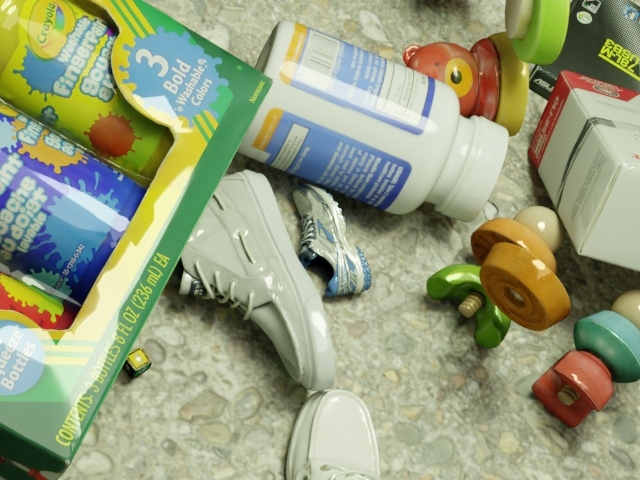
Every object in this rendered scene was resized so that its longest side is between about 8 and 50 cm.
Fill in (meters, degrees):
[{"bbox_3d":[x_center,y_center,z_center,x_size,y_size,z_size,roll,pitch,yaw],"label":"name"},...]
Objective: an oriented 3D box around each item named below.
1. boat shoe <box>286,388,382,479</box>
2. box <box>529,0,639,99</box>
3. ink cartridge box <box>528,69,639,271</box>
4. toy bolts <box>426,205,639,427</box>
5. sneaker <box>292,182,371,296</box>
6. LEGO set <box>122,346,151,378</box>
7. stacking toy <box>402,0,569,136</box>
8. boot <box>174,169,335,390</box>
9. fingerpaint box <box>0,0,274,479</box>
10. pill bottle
[{"bbox_3d":[0.025,0.256,1.552,0.098,0.096,0.277,9,58,-16],"label":"boat shoe"},{"bbox_3d":[0.365,-0.207,1.993,0.191,0.045,0.184,33,52,1],"label":"box"},{"bbox_3d":[0.357,-0.064,1.787,0.197,0.114,0.273,15,23,-12],"label":"ink cartridge box"},{"bbox_3d":[0.260,0.055,1.701,0.228,0.218,0.158,46,69,0],"label":"toy bolts"},{"bbox_3d":[0.000,0.000,1.725,0.058,0.052,0.135,-22,69,-23],"label":"sneaker"},{"bbox_3d":[-0.285,0.096,1.553,0.244,0.060,0.182,28,58,-4],"label":"LEGO set"},{"bbox_3d":[0.164,-0.288,1.809,0.130,0.279,0.309,-1,75,-10],"label":"stacking toy"},{"bbox_3d":[-0.082,0.049,1.649,0.123,0.095,0.258,-12,57,-20],"label":"boot"},{"bbox_3d":[-0.303,-0.050,1.475,0.371,0.163,0.445,31,58,-8],"label":"fingerpaint box"},{"bbox_3d":[0.054,-0.118,1.754,0.272,0.152,0.152,22,55,-9],"label":"pill bottle"}]
